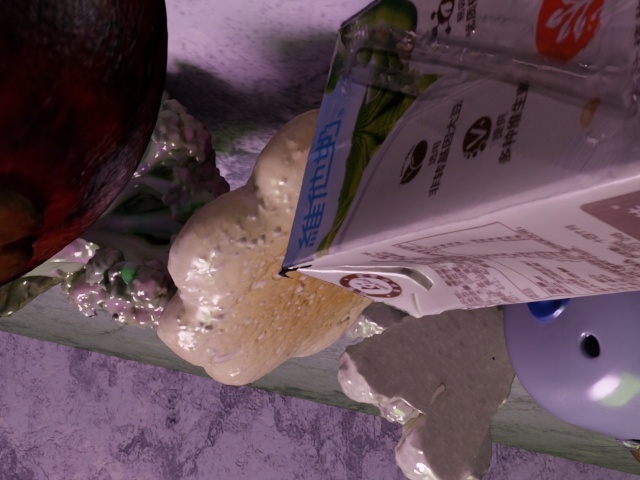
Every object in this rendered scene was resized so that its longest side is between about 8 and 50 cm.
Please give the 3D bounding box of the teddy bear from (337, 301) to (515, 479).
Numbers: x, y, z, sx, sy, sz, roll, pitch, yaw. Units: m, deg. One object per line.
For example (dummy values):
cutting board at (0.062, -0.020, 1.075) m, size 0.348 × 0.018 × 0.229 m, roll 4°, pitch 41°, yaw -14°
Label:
teddy bear at (0.120, 0.230, 1.319) m, size 0.327 × 0.375 × 0.362 m, roll 53°, pitch 139°, yaw 3°

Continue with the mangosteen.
mangosteen at (-0.245, -0.135, 0.484) m, size 0.305 × 0.360 × 0.306 m, roll -20°, pitch 156°, yaw -9°

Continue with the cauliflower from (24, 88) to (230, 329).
cauliflower at (-0.213, -0.013, 0.801) m, size 0.315 × 0.239 × 0.256 m, roll -10°, pitch 168°, yaw -25°

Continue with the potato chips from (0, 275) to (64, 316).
potato chips at (-0.296, 0.035, 1.122) m, size 0.389 × 0.097 × 0.373 m, roll -17°, pitch -172°, yaw -40°

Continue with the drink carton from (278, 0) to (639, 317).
drink carton at (0.119, -0.071, 0.497) m, size 0.132 × 0.194 × 0.324 m, roll 22°, pitch 162°, yaw -25°

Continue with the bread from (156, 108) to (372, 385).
bread at (0.000, 0.009, 0.749) m, size 0.054 × 0.316 × 0.316 m, roll 48°, pitch -179°, yaw 28°

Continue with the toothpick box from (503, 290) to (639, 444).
toothpick box at (0.316, 0.062, 0.773) m, size 0.354 × 0.263 × 0.263 m, roll 18°, pitch 163°, yaw -17°

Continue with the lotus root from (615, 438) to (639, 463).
lotus root at (0.643, 0.347, 1.576) m, size 0.175 × 0.175 × 0.349 m, roll -4°, pitch 158°, yaw 43°
